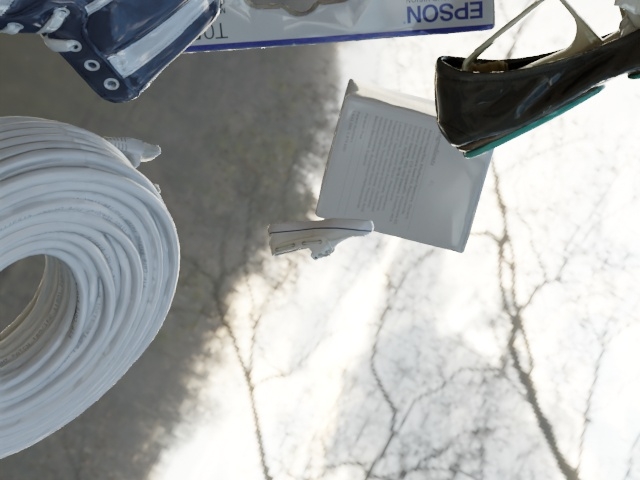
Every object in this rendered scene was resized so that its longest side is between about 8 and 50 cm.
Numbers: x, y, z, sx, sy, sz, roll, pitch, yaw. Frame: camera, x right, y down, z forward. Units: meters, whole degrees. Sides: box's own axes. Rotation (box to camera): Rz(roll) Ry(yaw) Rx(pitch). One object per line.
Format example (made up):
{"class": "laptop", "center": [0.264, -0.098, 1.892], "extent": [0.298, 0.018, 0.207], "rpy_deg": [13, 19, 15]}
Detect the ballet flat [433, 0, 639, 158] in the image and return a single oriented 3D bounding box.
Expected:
{"class": "ballet flat", "center": [0.211, -0.148, 0.857], "extent": [0.281, 0.096, 0.095], "rpy_deg": [-20, -170, 16]}

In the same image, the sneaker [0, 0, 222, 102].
{"class": "sneaker", "center": [-0.184, -0.141, 0.616], "extent": [0.153, 0.282, 0.099], "rpy_deg": [85, -12, -48]}

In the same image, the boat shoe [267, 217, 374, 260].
{"class": "boat shoe", "center": [0.000, 0.000, 1.014], "extent": [0.035, 0.100, 0.035], "rpy_deg": [11, 76, -68]}

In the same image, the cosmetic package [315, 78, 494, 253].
{"class": "cosmetic package", "center": [0.102, -0.093, 1.393], "extent": [0.151, 0.184, 0.151], "rpy_deg": [-76, -179, -74]}

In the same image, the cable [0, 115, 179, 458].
{"class": "cable", "center": [-0.215, 0.040, 0.777], "extent": [0.257, 0.089, 0.257], "rpy_deg": [11, 110, -55]}

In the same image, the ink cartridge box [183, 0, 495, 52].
{"class": "ink cartridge box", "center": [-0.026, -0.322, 0.912], "extent": [0.071, 0.324, 0.330], "rpy_deg": [-94, -179, -64]}
